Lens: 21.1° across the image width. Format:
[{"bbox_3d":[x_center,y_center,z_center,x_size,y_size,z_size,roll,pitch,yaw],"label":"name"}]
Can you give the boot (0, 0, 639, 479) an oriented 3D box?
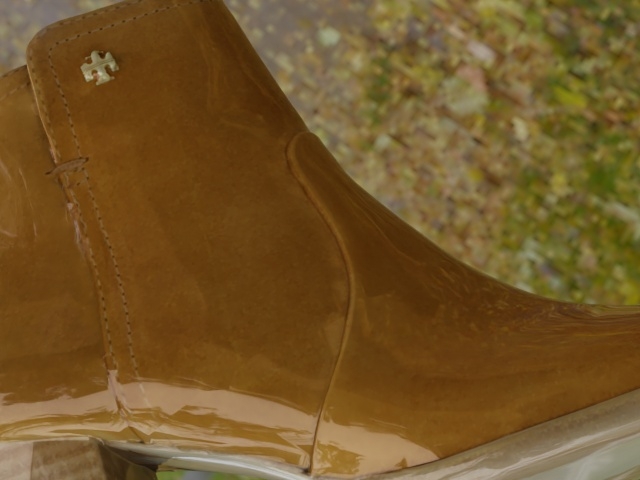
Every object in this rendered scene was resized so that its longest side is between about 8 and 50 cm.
[{"bbox_3d":[-0.001,0.001,0.569,0.104,0.295,0.211,61,-170,-68],"label":"boot"}]
